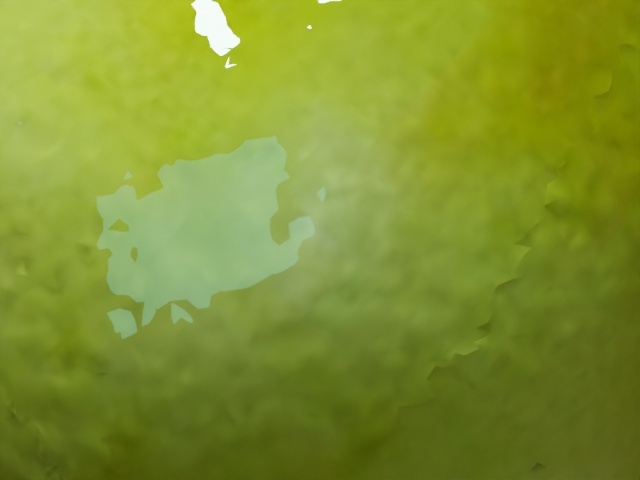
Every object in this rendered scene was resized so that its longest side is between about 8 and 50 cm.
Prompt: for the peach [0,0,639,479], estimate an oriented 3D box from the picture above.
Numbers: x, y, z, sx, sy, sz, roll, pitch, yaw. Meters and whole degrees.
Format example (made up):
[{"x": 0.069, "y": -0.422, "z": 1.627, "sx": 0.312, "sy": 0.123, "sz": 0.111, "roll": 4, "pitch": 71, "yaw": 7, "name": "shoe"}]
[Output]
[{"x": 0.000, "y": -0.008, "z": 0.560, "sx": 0.314, "sy": 0.315, "sz": 0.281, "roll": 54, "pitch": 142, "yaw": -2, "name": "peach"}]
